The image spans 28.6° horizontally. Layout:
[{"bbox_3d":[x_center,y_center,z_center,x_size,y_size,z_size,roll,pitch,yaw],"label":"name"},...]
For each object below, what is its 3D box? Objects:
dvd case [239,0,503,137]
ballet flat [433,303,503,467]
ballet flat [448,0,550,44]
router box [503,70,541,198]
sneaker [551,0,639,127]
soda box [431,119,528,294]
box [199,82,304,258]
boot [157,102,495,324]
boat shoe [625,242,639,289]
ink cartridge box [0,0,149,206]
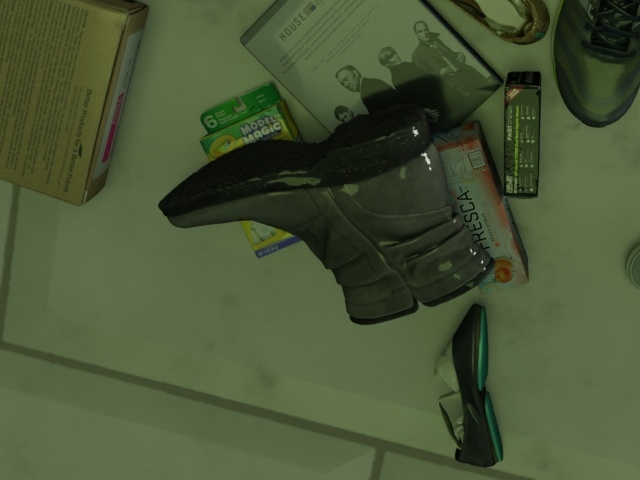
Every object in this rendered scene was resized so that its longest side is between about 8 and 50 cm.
[{"bbox_3d":[0.055,-0.198,1.382,0.238,0.029,0.179,45,110,-5],"label":"dvd case"},{"bbox_3d":[0.167,0.172,1.455,0.074,0.074,0.203,-5,108,12],"label":"ballet flat"},{"bbox_3d":[0.153,-0.276,1.319,0.206,0.067,0.073,32,111,0],"label":"ballet flat"},{"bbox_3d":[0.216,-0.115,1.344,0.038,0.092,0.122,2,106,11],"label":"router box"},{"bbox_3d":[0.298,-0.259,1.268,0.111,0.121,0.299,8,108,9],"label":"sneaker"},{"bbox_3d":[0.175,-0.035,1.378,0.058,0.063,0.183,-16,113,15],"label":"soda box"},{"bbox_3d":[-0.062,-0.081,1.434,0.105,0.043,0.179,-23,100,16],"label":"box"},{"bbox_3d":[0.000,0.000,1.360,0.338,0.118,0.222,-11,116,29],"label":"boot"},{"bbox_3d":[0.446,0.027,1.349,0.228,0.081,0.079,-4,106,11],"label":"boat shoe"},{"bbox_3d":[-0.320,-0.182,1.427,0.193,0.088,0.234,19,109,3],"label":"ink cartridge box"}]
